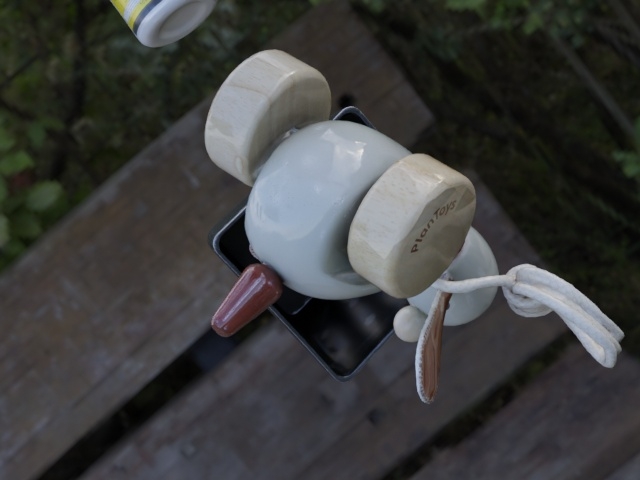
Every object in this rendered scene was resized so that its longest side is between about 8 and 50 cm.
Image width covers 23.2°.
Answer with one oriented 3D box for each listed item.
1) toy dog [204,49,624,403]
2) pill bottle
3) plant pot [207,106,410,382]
[{"bbox_3d":[0.027,0.024,1.008,0.161,0.333,0.220,-52,43,-1],"label":"toy dog"},{"bbox_3d":[-0.199,-0.307,1.681,0.103,0.184,0.103,-34,-11,-8],"label":"pill bottle"},{"bbox_3d":[0.000,0.000,1.508,0.187,0.188,0.167,-45,15,-11],"label":"plant pot"}]
